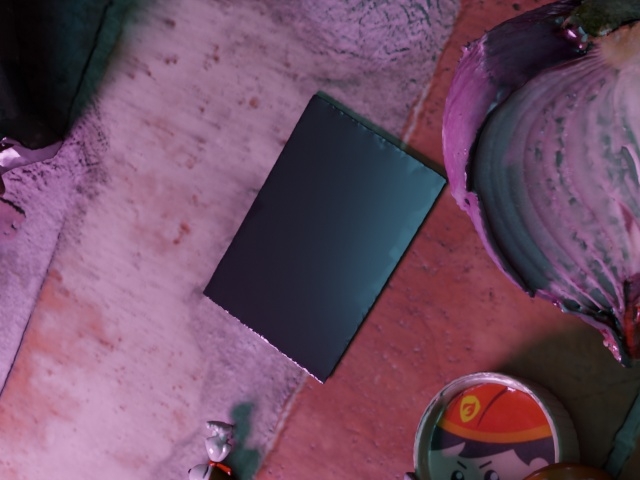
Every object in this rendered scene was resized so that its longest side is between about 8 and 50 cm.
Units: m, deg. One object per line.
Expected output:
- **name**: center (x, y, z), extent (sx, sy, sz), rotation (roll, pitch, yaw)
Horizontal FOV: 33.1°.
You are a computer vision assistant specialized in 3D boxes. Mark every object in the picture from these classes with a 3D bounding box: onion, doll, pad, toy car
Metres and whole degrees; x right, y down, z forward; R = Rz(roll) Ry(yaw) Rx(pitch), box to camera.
- **onion**: center (0.236, -0.058, 0.916), extent (0.267, 0.159, 0.348), rotation (-12, 125, 0)
- **doll**: center (-0.107, 0.233, 1.127), extent (0.058, 0.040, 0.085), rotation (33, 105, 28)
- **pad**: center (0.000, 0.000, 1.086), extent (0.170, 0.006, 0.245), rotation (35, 104, 18)
- **toy car**: center (0.158, 0.230, 0.976), extent (0.235, 0.145, 0.235), rotation (-13, 68, 36)

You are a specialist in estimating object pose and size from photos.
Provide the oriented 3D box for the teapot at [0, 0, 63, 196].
- **teapot**: center (-0.456, -0.192, 1.134), extent (0.376, 0.306, 0.361), rotation (-19, 93, 50)
